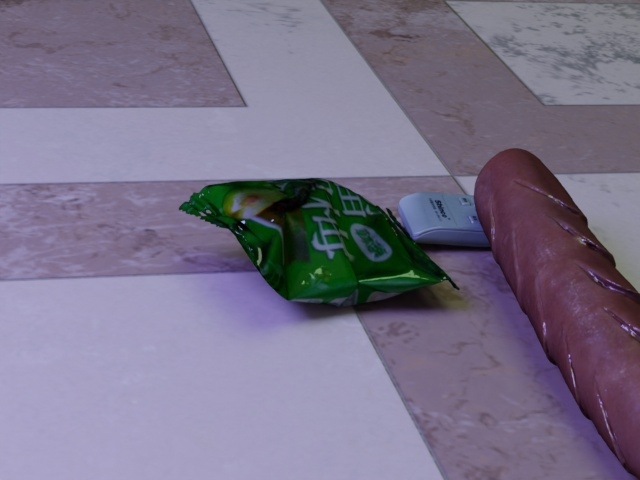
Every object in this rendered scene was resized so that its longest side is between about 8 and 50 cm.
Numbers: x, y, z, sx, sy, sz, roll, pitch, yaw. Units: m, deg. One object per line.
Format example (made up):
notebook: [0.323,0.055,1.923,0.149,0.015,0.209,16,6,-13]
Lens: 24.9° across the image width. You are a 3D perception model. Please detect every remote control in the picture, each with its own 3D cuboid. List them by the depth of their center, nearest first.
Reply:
remote control: [0.152,-0.014,1.279,0.162,0.029,0.061,4,33,-15]

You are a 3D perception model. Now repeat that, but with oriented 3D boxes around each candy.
candy: [-0.002,0.002,1.166,0.203,0.078,0.141,5,37,-28]

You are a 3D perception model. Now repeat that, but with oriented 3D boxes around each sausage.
sausage: [0.202,0.054,1.093,0.088,0.088,0.433,-1,32,-15]
